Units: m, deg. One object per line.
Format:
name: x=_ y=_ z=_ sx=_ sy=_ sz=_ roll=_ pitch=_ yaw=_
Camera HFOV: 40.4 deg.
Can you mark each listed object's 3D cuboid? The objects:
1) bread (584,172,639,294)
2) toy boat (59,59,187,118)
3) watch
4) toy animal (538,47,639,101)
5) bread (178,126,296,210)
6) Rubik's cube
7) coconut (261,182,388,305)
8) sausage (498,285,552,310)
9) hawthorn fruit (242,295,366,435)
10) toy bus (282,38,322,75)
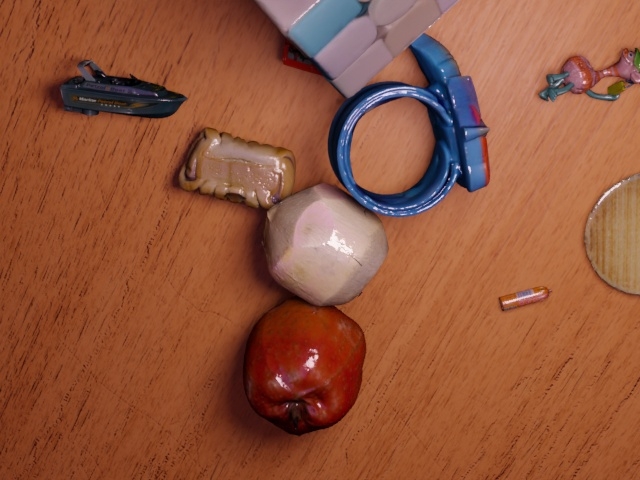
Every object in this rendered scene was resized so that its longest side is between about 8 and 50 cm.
bread: x=0.651 y=-0.014 z=1.714 sx=0.267 sy=0.040 sz=0.266 roll=1 pitch=105 yaw=3
toy boat: x=-0.378 y=-0.286 z=1.678 sx=0.246 sy=0.093 sz=0.103 roll=7 pitch=112 yaw=2
watch: x=0.146 y=-0.205 z=1.576 sx=0.275 sy=0.241 sz=0.305 roll=-18 pitch=103 yaw=-2
toy animal: x=0.516 y=-0.299 z=1.630 sx=0.209 sy=0.100 sz=0.103 roll=-14 pitch=126 yaw=-2
bread: x=-0.160 y=-0.138 z=1.710 sx=0.225 sy=0.081 sz=0.134 roll=16 pitch=100 yaw=1
Rubik's cube: x=0.025 y=-0.499 z=1.412 sx=0.347 sy=0.346 sz=0.344 roll=-40 pitch=72 yaw=7
coconut: x=-0.001 y=0.001 z=1.664 sx=0.230 sy=0.227 sz=0.227 roll=37 pitch=103 yaw=-6
sausage: x=0.418 y=0.116 z=1.766 sx=0.107 sy=0.031 sz=0.031 roll=-15 pitch=103 yaw=7
hawthorn fruit: x=-0.030 y=0.261 z=1.690 sx=0.254 sy=0.300 sz=0.254 roll=0 pitch=117 yaw=0
toy bus: x=0.029 y=-0.354 z=1.645 sx=0.195 sy=0.081 sz=0.089 roll=15 pitch=114 yaw=-1
